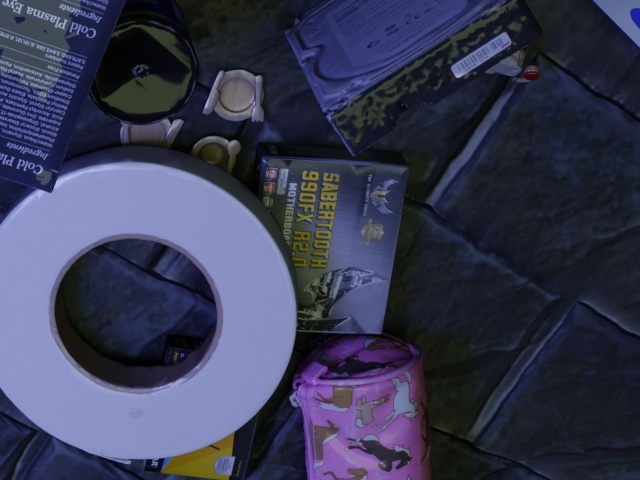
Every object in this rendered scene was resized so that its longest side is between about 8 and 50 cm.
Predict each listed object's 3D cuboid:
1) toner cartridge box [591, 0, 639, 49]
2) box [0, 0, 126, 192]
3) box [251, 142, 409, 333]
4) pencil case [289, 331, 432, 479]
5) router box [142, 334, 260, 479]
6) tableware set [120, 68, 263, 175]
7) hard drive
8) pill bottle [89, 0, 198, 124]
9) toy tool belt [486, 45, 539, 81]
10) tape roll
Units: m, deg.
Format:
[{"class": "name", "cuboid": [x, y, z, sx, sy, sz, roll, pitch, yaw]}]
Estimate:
[{"class": "toner cartridge box", "cuboid": [0.361, -0.356, 2.025, 0.348, 0.075, 0.165, 39, 103, -23]}, {"class": "box", "cuboid": [-0.317, -0.269, 1.790, 0.179, 0.343, 0.312, 17, 108, -18]}, {"class": "box", "cuboid": [0.000, 0.000, 2.124, 0.183, 0.056, 0.231, 4, 113, -12]}, {"class": "pencil case", "cuboid": [0.058, 0.307, 2.215, 0.167, 0.160, 0.386, 6, 117, 23]}, {"class": "router box", "cuboid": [-0.147, 0.214, 2.196, 0.133, 0.046, 0.178, 8, 111, -13]}, {"class": "tableware set", "cuboid": [-0.152, -0.147, 2.052, 0.169, 0.020, 0.141, 13, 111, -16]}, {"class": "hard drive", "cuboid": [0.089, -0.230, 1.885, 0.237, 0.339, 0.064, -32, 113, 5]}, {"class": "pill bottle", "cuboid": [-0.205, -0.217, 1.902, 0.123, 0.219, 0.122, -4, 114, -9]}, {"class": "toy tool belt", "cuboid": [0.227, -0.226, 2.070, 0.083, 0.052, 0.051, 13, 66, -20]}, {"class": "tape roll", "cuboid": [-0.219, 0.080, 2.074, 0.392, 0.072, 0.392, 0, 111, 1]}]
